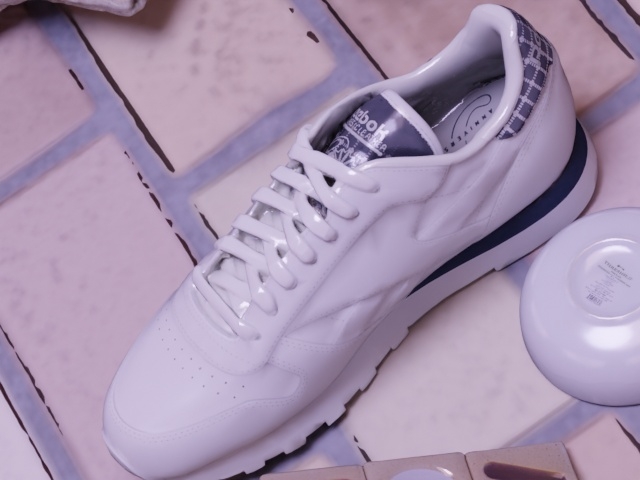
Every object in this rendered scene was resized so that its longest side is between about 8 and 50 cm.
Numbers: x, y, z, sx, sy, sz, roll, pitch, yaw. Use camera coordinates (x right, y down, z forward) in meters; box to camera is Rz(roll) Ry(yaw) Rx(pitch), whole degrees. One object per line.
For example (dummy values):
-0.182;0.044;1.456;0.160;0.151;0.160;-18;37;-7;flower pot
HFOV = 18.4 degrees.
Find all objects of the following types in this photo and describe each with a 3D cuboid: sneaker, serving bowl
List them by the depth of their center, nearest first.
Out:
0.115;0.021;0.761;0.083;0.027;0.083;-10;59;16;serving bowl
0.000;0.000;0.777;0.235;0.095;0.090;-41;57;-4;sneaker

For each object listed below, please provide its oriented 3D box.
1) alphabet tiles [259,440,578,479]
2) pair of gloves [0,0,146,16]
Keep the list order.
0.059;0.161;0.653;0.198;0.009;0.237;-5;43;-11;alphabet tiles
-0.136;-0.200;0.978;0.204;0.042;0.240;1;60;25;pair of gloves
